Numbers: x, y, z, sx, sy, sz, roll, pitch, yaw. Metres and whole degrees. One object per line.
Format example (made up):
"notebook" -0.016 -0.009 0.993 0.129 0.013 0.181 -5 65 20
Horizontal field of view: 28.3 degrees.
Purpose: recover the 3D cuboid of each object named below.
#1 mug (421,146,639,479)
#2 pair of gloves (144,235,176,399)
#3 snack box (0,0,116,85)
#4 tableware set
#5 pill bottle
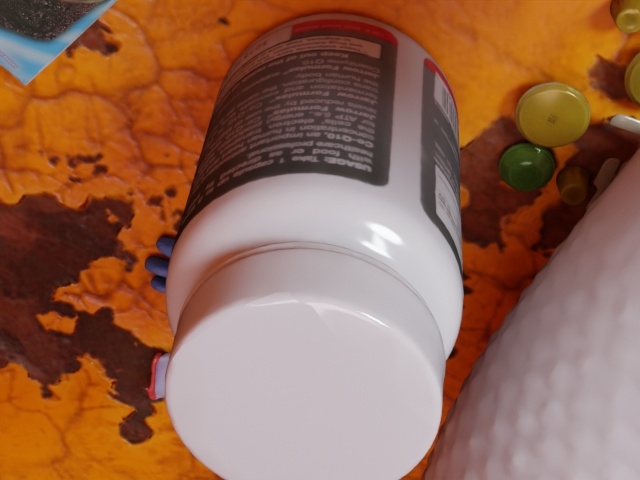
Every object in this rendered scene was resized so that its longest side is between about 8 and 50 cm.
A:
"mug" 0.250 0.161 0.795 0.374 0.276 0.328 25 111 -30
"pair of gloves" -0.052 0.068 0.939 0.159 0.023 0.198 6 126 1
"snack box" -0.221 -0.258 0.699 0.187 0.060 0.322 -36 115 26
"tableware set" 0.179 -0.085 0.809 0.104 0.024 0.154 17 126 -3
"pill bottle" 0.000 0.000 0.724 0.161 0.283 0.161 3 125 4
